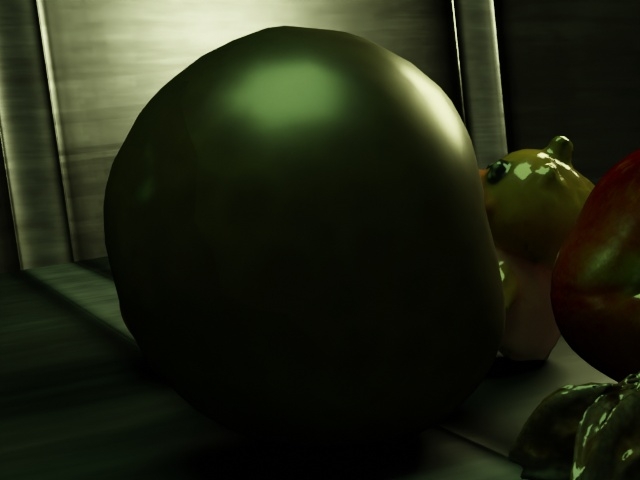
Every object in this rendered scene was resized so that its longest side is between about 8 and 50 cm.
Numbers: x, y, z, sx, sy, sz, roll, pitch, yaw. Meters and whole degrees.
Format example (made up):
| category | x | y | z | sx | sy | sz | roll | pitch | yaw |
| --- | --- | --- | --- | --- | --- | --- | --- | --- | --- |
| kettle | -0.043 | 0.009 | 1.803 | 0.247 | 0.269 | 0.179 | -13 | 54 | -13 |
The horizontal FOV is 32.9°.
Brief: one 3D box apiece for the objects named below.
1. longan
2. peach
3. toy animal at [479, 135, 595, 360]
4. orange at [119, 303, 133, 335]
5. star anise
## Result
| category | x | y | z | sx | sy | sz | roll | pitch | yaw |
| --- | --- | --- | --- | --- | --- | --- | --- | --- | --- |
| longan | -0.008 | -0.005 | 1.008 | 0.404 | 0.404 | 0.336 | -10 | -20 | -25 |
| peach | 0.341 | 0.034 | 1.024 | 0.245 | 0.248 | 0.275 | -28 | -9 | 18 |
| toy animal | 0.221 | 0.014 | 1.233 | 0.169 | 0.281 | 0.195 | 14 | 7 | 1 |
| orange | -0.153 | 0.075 | 1.436 | 0.240 | 0.171 | 0.240 | -14 | 5 | 1 |
| star anise | 0.268 | 0.144 | 0.826 | 0.229 | 0.093 | 0.236 | -8 | 0 | 38 |
